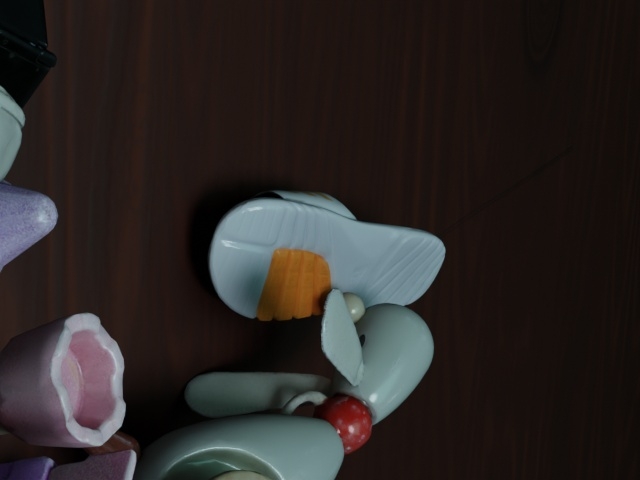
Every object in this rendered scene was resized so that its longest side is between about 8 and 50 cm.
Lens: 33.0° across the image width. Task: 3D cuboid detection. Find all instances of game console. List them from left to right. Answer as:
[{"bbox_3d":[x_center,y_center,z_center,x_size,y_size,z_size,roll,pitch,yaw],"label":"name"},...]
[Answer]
[{"bbox_3d":[-0.214,-0.125,0.602,0.107,0.071,0.122,-52,147,8],"label":"game console"}]

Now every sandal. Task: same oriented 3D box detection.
[{"bbox_3d":[-0.004,0.009,0.901,0.265,0.076,0.102,9,113,-47],"label":"sandal"}]

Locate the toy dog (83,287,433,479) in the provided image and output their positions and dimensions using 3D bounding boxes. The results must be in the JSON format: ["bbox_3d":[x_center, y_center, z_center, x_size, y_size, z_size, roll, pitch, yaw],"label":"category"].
[{"bbox_3d":[-0.054,0.126,0.765,0.161,0.220,0.333,51,24,-3],"label":"toy dog"}]

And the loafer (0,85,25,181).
[{"bbox_3d":[-0.265,-0.049,0.360,0.319,0.112,0.111,11,86,-24],"label":"loafer"}]

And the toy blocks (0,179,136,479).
[{"bbox_3d":[-0.142,0.155,0.472,0.288,0.260,0.309,-83,158,-45],"label":"toy blocks"}]
